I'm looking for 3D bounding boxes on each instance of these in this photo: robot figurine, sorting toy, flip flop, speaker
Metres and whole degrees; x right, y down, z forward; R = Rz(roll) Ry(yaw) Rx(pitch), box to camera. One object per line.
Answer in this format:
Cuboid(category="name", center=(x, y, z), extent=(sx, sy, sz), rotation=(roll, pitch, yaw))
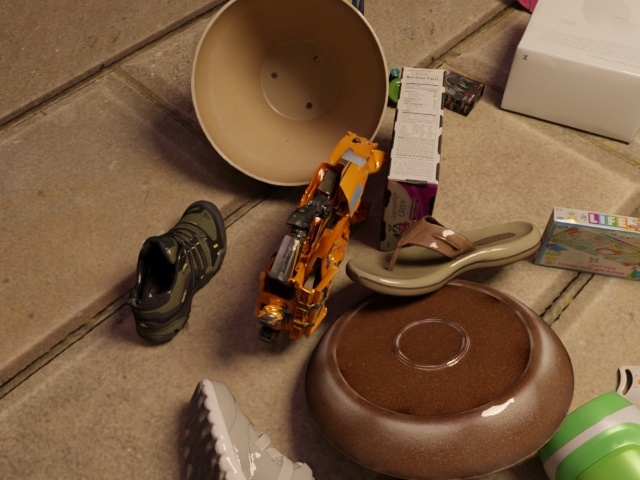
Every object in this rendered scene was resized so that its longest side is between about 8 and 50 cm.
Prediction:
Cuboid(category="robot figurine", center=(0.000, 0.000, 0.814), extent=(0.085, 0.211, 0.291), rotation=(21, 51, 7))
Cuboid(category="sorting toy", center=(0.406, 0.181, 0.768), extent=(0.075, 0.045, 0.083), rotation=(4, 51, 29))
Cuboid(category="sorting toy", center=(0.121, -0.271, 1.111), extent=(0.102, 0.042, 0.061), rotation=(27, 73, 6))
Cuboid(category="flip flop", center=(0.160, 0.003, 0.812), extent=(0.277, 0.080, 0.112), rotation=(-13, 23, -13))
Cuboid(category="speaker", center=(0.351, 0.305, 0.620), extent=(0.131, 0.131, 0.297), rotation=(-23, 56, -15))

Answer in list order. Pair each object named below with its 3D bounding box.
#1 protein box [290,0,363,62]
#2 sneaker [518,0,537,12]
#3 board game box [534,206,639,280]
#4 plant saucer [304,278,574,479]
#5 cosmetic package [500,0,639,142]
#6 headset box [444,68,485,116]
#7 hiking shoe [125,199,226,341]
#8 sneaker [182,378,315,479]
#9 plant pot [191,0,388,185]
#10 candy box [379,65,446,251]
Cuboid(category="protein box", center=(0.002, -0.410, 1.112), extent=(0.135, 0.200, 0.201), rotation=(7, 54, 7))
Cuboid(category="sneaker", center=(0.497, -0.518, 1.249), extent=(0.252, 0.103, 0.111), rotation=(3, 49, -4))
Cuboid(category="board game box", center=(0.383, 0.006, 0.852), extent=(0.154, 0.103, 0.026), rotation=(9, 54, 8))
Cuboid(category="plant saucer", center=(0.130, 0.134, 0.730), extent=(0.310, 0.050, 0.311), rotation=(-9, 31, 6))
Cuboid(category="cosmetic package", center=(0.456, -0.312, 1.065), extent=(0.224, 0.138, 0.225), rotation=(20, 55, 16))
Cuboid(category="headset box", center=(0.236, -0.261, 1.100), extent=(0.083, 0.032, 0.062), rotation=(30, 60, 20))
Cuboid(category="hiking shoe", center=(-0.190, 0.020, 0.852), extent=(0.086, 0.114, 0.227), rotation=(10, 54, 9))
Cuboid(category="sneaker", center=(-0.065, 0.273, 0.693), extent=(0.115, 0.105, 0.281), rotation=(-3, 44, -39))
Cuboid(category="plant pot", center=(-0.040, -0.246, 0.978), extent=(0.284, 0.284, 0.191), rotation=(1, 19, 3))
Cuboid(category="candy box", center=(0.135, -0.120, 0.919), extent=(0.071, 0.159, 0.233), rotation=(8, 53, 6))
